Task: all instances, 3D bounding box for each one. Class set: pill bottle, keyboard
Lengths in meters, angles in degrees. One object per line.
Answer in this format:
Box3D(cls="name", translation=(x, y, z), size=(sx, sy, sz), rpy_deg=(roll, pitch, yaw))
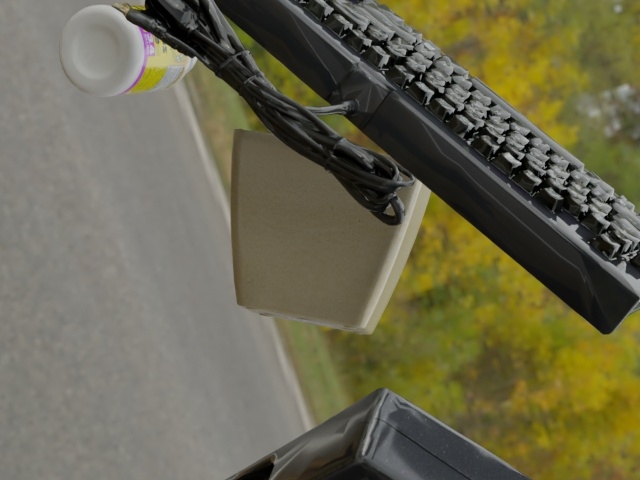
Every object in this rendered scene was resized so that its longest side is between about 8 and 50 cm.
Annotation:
Box3D(cls="pill bottle", translation=(-0.090, -0.093, 0.763), size=(0.083, 0.043, 0.043), rpy_deg=(-22, 95, -69))
Box3D(cls="keyboard", translation=(0.028, -0.071, 0.731), size=(0.317, 0.033, 0.201), rpy_deg=(41, 29, 19))

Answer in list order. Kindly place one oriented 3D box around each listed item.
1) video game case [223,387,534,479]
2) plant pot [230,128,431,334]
Box3D(cls="video game case", translation=(0.061, 0.176, 0.593), size=(0.275, 0.248, 0.035), rpy_deg=(34, 53, -15))
Box3D(cls="plant pot", translation=(0.000, 0.000, 0.900), size=(0.109, 0.109, 0.096), rpy_deg=(51, 50, -82))
